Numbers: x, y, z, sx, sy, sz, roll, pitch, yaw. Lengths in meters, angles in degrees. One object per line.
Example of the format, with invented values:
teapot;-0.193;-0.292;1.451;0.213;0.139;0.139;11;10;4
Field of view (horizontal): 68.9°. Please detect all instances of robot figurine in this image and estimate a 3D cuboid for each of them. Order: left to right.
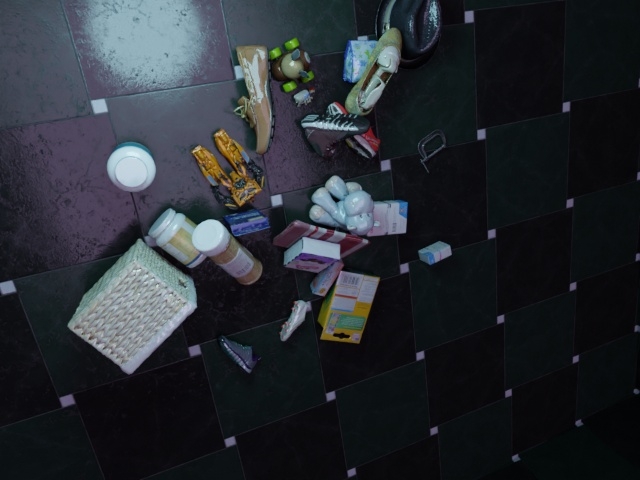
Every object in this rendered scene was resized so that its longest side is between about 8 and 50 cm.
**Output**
robot figurine;-0.334;-0.252;1.740;0.211;0.085;0.291;-38;115;-6

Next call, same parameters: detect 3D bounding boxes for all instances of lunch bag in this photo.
lunch bag;0.162;-0.690;1.797;0.129;0.096;0.151;-9;119;-19

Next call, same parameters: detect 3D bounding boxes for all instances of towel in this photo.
towel;0.000;0.000;1.876;0.329;0.237;0.037;14;66;-24

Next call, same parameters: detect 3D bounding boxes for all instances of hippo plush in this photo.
hippo plush;0.097;-0.102;1.867;0.235;0.236;0.294;-7;108;-20

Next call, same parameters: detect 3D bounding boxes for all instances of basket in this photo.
basket;-0.645;0.217;1.631;0.331;0.328;0.266;-47;112;-2

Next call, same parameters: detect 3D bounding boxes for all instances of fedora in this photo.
fedora;0.376;-0.838;1.805;0.334;0.152;0.333;-6;108;-20

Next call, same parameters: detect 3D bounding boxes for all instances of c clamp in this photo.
c clamp;0.493;-0.403;2.055;0.161;0.022;0.137;-42;110;-4

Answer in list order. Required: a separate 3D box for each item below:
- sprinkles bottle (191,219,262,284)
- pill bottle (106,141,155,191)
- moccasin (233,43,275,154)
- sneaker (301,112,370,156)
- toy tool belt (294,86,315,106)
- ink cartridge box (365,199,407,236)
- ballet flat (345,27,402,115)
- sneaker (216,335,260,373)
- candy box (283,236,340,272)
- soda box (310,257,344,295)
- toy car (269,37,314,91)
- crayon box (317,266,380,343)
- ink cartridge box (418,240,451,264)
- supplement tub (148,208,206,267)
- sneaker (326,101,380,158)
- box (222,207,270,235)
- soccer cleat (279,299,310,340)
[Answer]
sprinkles bottle;-0.333;0.053;1.715;0.121;0.121;0.355;-42;151;-5
pill bottle;-0.620;-0.242;1.533;0.146;0.264;0.146;-6;107;-20
moccasin;-0.240;-0.500;1.678;0.147;0.139;0.379;-6;112;-5
sneaker;0.067;-0.393;1.783;0.106;0.282;0.162;-49;140;-39
toy tool belt;-0.057;-0.547;1.786;0.083;0.052;0.051;-31;145;-7
ink cartridge box;0.274;-0.099;2.023;0.191;0.082;0.139;-5;107;-19
ballet flat;0.218;-0.615;1.732;0.123;0.123;0.348;27;102;-26
sneaker;-0.344;0.457;1.965;0.098;0.083;0.223;-47;122;-26
candy box;-0.037;0.062;1.887;0.165;0.196;0.070;11;66;-24
soda box;0.026;0.149;1.985;0.063;0.058;0.183;19;116;-25
toy car;-0.085;-0.630;1.667;0.149;0.188;0.155;-32;114;-10
crayon box;0.117;0.286;2.075;0.203;0.083;0.322;12;100;-24
ink cartridge box;0.531;0.057;2.164;0.123;0.088;0.052;-25;112;-13
supplement tub;-0.509;-0.009;1.711;0.200;0.144;0.144;42;88;-26
sneaker;0.135;-0.454;1.871;0.279;0.107;0.118;44;67;-27
box;-0.277;-0.072;1.737;0.137;0.225;0.036;-15;110;-17
soccer cleat;-0.110;0.353;2.018;0.076;0.068;0.196;25;92;-29
